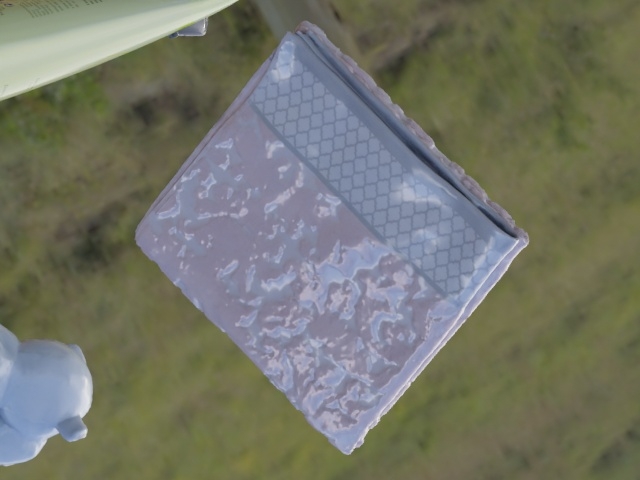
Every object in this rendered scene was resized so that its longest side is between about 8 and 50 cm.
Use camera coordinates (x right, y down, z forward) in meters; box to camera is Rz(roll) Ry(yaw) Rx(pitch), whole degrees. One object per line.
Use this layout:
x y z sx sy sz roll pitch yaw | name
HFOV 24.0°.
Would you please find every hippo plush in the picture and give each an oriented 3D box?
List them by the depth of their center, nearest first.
-0.379 0.129 1.716 0.236 0.234 0.294 24 124 -35 | hippo plush

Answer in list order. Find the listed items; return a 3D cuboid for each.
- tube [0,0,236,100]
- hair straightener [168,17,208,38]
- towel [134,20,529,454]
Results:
-0.153 -0.132 0.951 0.240 0.070 0.062 -26 153 -45 | tube
-0.220 -0.282 1.902 0.089 0.047 0.230 11 -171 36 | hair straightener
0.000 0.000 1.522 0.317 0.332 0.053 -52 164 26 | towel
